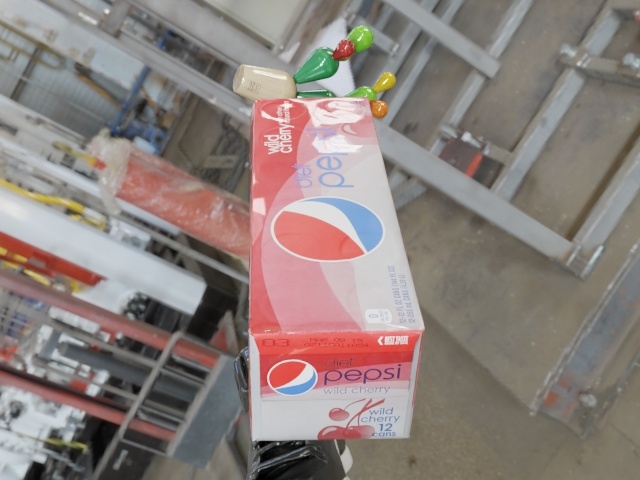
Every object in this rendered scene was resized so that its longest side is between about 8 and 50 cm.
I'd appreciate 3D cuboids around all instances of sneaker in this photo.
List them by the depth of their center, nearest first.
[{"bbox_3d":[-0.033,0.131,0.558,0.079,0.121,0.217,-23,-6,1],"label":"sneaker"}]

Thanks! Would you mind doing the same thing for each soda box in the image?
[{"bbox_3d":[0.000,0.000,0.502,0.263,0.092,0.083,-96,7,-54],"label":"soda box"}]

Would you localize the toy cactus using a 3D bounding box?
[{"bbox_3d":[-0.017,-0.161,0.947,0.219,0.180,0.112,-58,33,34],"label":"toy cactus"}]
